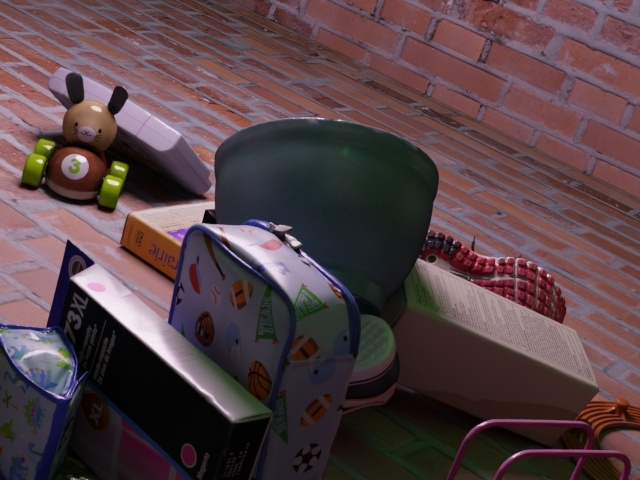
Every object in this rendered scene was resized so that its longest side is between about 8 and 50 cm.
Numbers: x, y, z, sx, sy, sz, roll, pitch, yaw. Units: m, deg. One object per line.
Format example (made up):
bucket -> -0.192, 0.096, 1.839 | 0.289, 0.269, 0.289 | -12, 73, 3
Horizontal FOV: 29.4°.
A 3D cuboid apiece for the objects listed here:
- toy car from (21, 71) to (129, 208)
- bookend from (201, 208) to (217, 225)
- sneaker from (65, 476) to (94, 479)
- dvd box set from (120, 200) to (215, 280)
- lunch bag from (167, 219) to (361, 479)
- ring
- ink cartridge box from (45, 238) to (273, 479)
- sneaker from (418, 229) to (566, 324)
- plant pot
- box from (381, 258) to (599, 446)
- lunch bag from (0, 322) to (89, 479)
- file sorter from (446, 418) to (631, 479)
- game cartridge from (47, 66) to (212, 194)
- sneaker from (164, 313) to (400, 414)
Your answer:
toy car -> -0.377, -0.171, 1.967 | 0.155, 0.188, 0.149 | 16, 20, -7
bookend -> -0.132, 0.004, 1.732 | 0.156, 0.072, 0.157 | -4, 30, -44
sneaker -> -0.210, 0.284, 1.125 | 0.090, 0.095, 0.235 | 14, 1, 0
dvd box set -> -0.053, 0.058, 1.856 | 0.420, 0.062, 0.307 | 30, 23, 28
lunch bag -> -0.079, 0.129, 1.307 | 0.115, 0.303, 0.243 | -4, 28, -39
ring -> 0.502, 0.316, 1.734 | 0.336, 0.032, 0.336 | 16, 21, -7
ink cartridge box -> -0.208, 0.160, 1.295 | 0.069, 0.176, 0.371 | -4, 30, -45
sneaker -> 0.273, 0.070, 2.049 | 0.299, 0.121, 0.112 | 27, -10, 0
plant pot -> 0.000, 0.000, 1.545 | 0.293, 0.293, 0.196 | 13, 66, -17
box -> 0.210, 0.148, 1.673 | 0.311, 0.121, 0.148 | 25, 27, -16
lunch bag -> -0.295, 0.175, 1.250 | 0.096, 0.129, 0.151 | 7, 23, -29
file sorter -> 0.271, 0.335, 1.267 | 0.202, 0.182, 0.291 | 6, 24, -31
game cartridge -> -0.336, -0.193, 2.118 | 0.297, 0.062, 0.198 | 30, -8, 27
sneaker -> -0.059, 0.165, 1.515 | 0.321, 0.127, 0.126 | 1, 52, 15
